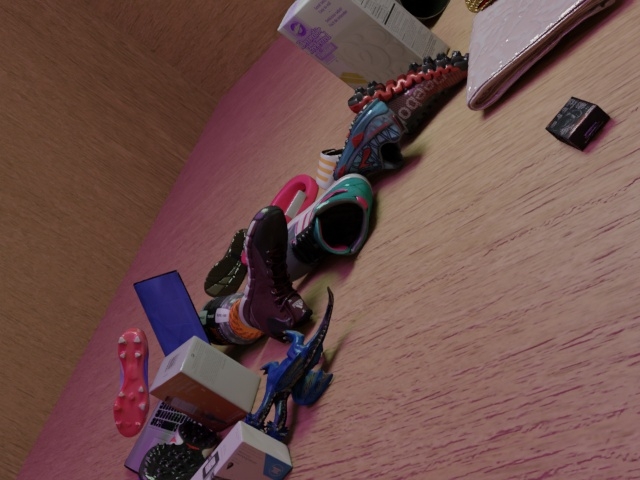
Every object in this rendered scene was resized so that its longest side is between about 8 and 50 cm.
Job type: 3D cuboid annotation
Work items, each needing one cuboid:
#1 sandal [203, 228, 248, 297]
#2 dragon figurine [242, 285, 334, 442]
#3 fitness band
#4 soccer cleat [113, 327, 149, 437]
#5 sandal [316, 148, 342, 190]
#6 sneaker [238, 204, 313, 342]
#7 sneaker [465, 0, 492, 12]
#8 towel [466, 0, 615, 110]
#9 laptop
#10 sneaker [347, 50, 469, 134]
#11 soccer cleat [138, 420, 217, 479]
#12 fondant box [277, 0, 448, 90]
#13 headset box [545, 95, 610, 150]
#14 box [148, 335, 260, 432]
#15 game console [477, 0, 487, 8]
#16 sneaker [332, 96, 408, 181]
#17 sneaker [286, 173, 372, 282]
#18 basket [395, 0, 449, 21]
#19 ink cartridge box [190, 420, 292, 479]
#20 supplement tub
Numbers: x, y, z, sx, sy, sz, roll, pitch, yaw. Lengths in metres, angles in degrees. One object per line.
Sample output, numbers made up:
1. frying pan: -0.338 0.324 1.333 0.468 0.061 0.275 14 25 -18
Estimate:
1. sandal: -0.242 0.066 2.022 0.219 0.090 0.060 -66 6 -26
2. dragon figurine: -0.037 0.228 1.284 0.289 0.085 0.144 -51 20 12
3. fitness band: -0.106 -0.049 1.948 0.290 0.054 0.209 -58 17 -12
4. soccer cleat: -0.428 0.325 1.716 0.095 0.083 0.247 -4 -87 -87
5. sandal: 0.044 -0.203 1.722 0.265 0.076 0.102 -64 -2 16
6. sneaker: -0.070 0.079 1.479 0.163 0.106 0.281 30 124 36
7. sneaker: 0.398 -0.587 1.655 0.084 0.069 0.185 -30 -16 -46
8. towel: 0.399 -0.425 1.387 0.317 0.053 0.331 -39 23 38
9. laptop: -0.396 0.318 1.737 0.382 0.236 0.407 -16 43 61
10. sneaker: 0.203 -0.304 1.585 0.276 0.135 0.097 -22 18 18
11. soccer cleat: -0.267 0.430 1.375 0.318 0.109 0.116 -6 -62 -87
12. fondant box: 0.098 -0.475 1.749 0.238 0.330 0.096 -23 37 57
13. headset box: 0.371 -0.169 1.071 0.062 0.032 0.083 -52 21 10
14. box: -0.231 0.292 1.497 0.130 0.170 0.091 -38 24 39
15. game console: 0.373 -0.565 1.523 0.144 0.085 0.124 -39 63 61
16. sneaker: 0.109 -0.174 1.570 0.104 0.125 0.261 -47 -13 -30
17. sneaker: 0.000 0.000 1.530 0.295 0.124 0.178 -48 11 14
18. basket: 0.228 -0.648 2.007 0.204 0.154 0.227 -60 17 -16
19. ink cartridge box: -0.143 0.399 1.224 0.180 0.104 0.060 -52 22 10
20. supplement tub: -0.192 0.178 1.673 0.190 0.117 0.117 -17 42 61
